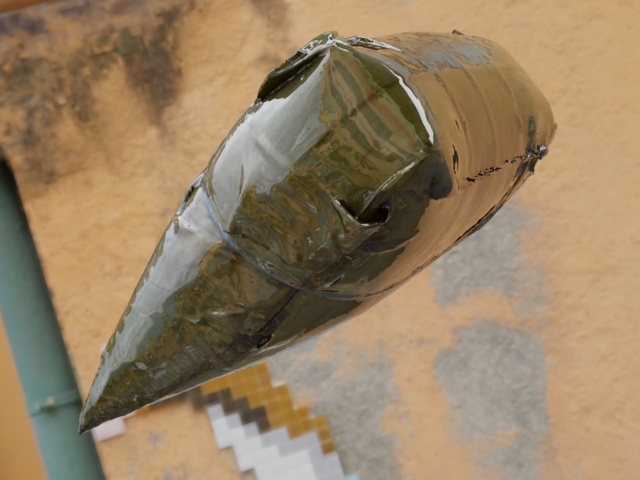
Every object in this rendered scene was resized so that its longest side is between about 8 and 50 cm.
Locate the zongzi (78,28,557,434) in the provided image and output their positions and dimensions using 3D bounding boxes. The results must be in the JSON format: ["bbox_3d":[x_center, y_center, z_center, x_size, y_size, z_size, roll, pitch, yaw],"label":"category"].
[{"bbox_3d":[0.000,0.000,0.838,0.360,0.160,0.323,-48,-17,27],"label":"zongzi"}]
